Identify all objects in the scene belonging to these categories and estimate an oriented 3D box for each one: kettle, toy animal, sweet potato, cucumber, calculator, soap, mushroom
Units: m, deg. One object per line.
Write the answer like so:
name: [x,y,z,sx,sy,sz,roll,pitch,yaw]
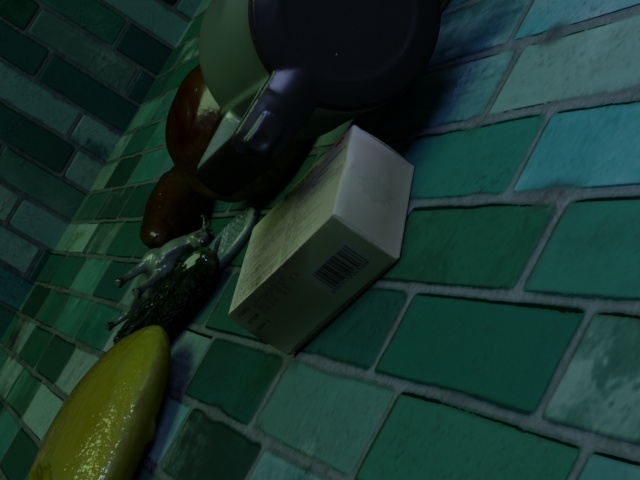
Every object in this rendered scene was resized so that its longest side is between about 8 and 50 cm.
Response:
kettle: [-0.038,-0.214,1.613,0.361,0.250,0.376,-53,10,-6]
toy animal: [-0.256,0.061,2.117,0.176,0.073,0.217,-32,-22,-38]
sweet potato: [-0.250,-0.055,2.276,0.112,0.112,0.359,-49,15,27]
cucumber: [-0.226,0.098,1.993,0.241,0.074,0.074,-46,20,30]
calculator: [-0.145,0.007,2.008,0.153,0.021,0.095,-47,19,30]
soap: [-0.328,0.303,1.844,0.306,0.115,0.427,-46,20,44]
mushroom: [-0.131,-0.190,2.024,0.263,0.195,0.283,-60,16,13]

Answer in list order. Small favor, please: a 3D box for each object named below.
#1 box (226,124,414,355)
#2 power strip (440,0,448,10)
box: [0.000,0.000,1.481,0.212,0.095,0.168,-43,24,37]
power strip: [0.128,-0.371,1.830,0.044,0.064,0.305,-59,16,17]
